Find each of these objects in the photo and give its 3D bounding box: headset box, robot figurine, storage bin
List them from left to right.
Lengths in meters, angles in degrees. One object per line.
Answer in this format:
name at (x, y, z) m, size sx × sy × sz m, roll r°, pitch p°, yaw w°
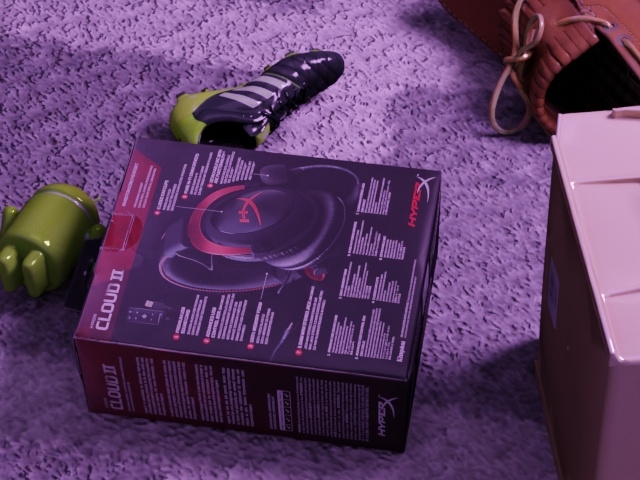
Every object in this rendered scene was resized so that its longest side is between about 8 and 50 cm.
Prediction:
robot figurine at (-0.233, -0.003, 1.583) m, size 0.101 × 0.067 × 0.115 m, roll 9°, pitch 44°, yaw 20°
headset box at (-0.059, 0.038, 1.498) m, size 0.293 × 0.110 × 0.218 m, roll 6°, pitch 51°, yaw 6°
storage bin at (0.240, 0.076, 1.367) m, size 0.123 × 0.262 × 0.260 m, roll -5°, pitch 45°, yaw -2°

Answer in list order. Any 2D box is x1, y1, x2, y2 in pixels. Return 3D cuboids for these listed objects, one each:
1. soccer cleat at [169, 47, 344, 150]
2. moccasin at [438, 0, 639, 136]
soccer cleat at (-0.053, -0.125, 1.723) m, size 0.179 × 0.060 × 0.072 m, roll -22°, pitch 58°, yaw -12°
moccasin at (0.240, -0.156, 1.708) m, size 0.147 × 0.139 × 0.380 m, roll -24°, pitch 58°, yaw -35°
